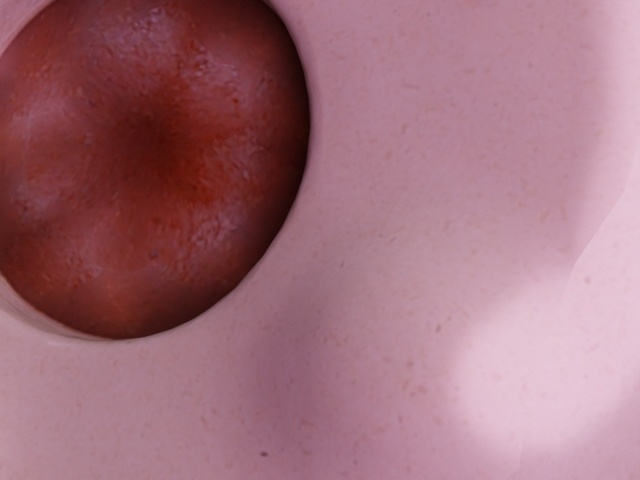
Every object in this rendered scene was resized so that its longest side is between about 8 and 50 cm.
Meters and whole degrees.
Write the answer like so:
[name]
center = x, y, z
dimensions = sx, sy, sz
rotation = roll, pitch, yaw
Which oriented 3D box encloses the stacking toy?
[stacking toy]
center = 0.000, 0.000, 0.581
dimensions = 0.350, 0.350, 0.480
rotation = 34, 2, 18
